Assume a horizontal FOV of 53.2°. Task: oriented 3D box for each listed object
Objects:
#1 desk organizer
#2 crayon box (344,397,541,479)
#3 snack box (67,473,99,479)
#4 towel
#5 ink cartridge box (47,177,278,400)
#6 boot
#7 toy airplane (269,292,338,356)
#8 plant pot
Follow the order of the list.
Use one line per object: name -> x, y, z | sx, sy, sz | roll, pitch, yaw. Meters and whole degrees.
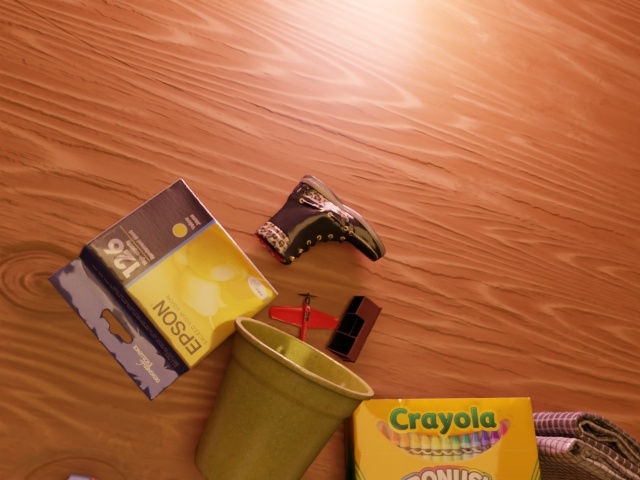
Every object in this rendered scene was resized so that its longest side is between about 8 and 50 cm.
desk organizer -> 0.070, 0.180, 1.310 | 0.050, 0.047, 0.130 | 38, 68, -22
crayon box -> 0.235, 0.467, 1.228 | 0.363, 0.106, 0.313 | 1, 71, -9
snack box -> -0.425, 0.543, 0.996 | 0.060, 0.187, 0.322 | 19, 73, -13
towel -> 0.555, 0.446, 1.313 | 0.283, 0.235, 0.121 | 30, 67, -9
ink cartridge box -> -0.291, 0.086, 1.212 | 0.307, 0.072, 0.303 | -41, 92, -24
boot -> -0.001, 0.000, 1.317 | 0.236, 0.085, 0.178 | 43, 71, 3
toy airplane -> -0.035, 0.178, 1.293 | 0.151, 0.028, 0.151 | 4, 76, -18
plant pot -> -0.087, 0.311, 1.128 | 0.276, 0.276, 0.254 | 29, 89, -10
